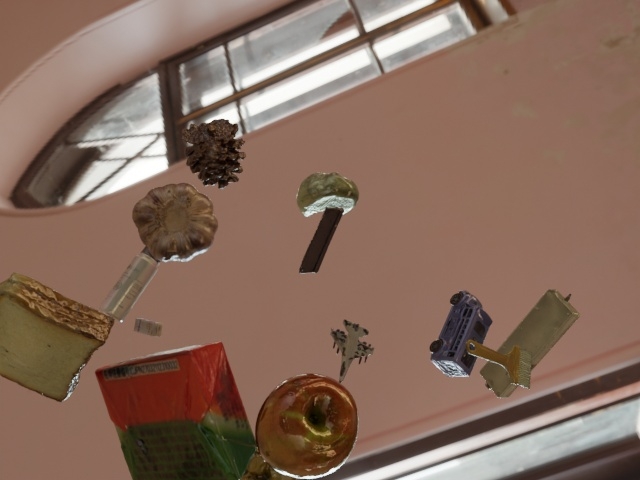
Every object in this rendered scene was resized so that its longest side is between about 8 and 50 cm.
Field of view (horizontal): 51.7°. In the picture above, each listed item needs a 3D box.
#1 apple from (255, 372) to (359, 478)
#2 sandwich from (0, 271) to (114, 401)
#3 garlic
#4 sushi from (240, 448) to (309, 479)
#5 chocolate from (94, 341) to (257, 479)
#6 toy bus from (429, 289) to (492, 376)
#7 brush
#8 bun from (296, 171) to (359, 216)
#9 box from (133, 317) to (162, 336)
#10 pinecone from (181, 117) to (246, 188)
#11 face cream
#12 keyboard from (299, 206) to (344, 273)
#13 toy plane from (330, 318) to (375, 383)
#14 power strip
[{"bbox_3d":[-0.028,0.353,1.246,0.196,0.196,0.196,-22,-90,-82],"label":"apple"},{"bbox_3d":[-0.669,0.234,1.570,0.271,0.301,0.099,33,-144,-10],"label":"sandwich"},{"bbox_3d":[-0.416,-0.049,1.903,0.160,0.245,0.245,131,119,-76],"label":"garlic"},{"bbox_3d":[-0.188,0.859,2.137,0.328,0.328,0.285,25,159,34],"label":"sushi"},{"bbox_3d":[-0.358,0.441,1.685,0.161,0.360,0.341,-25,-82,-59],"label":"chocolate"},{"bbox_3d":[0.486,0.310,2.230,0.125,0.133,0.292,46,-121,-27],"label":"toy bus"},{"bbox_3d":[0.372,0.245,1.374,0.205,0.011,0.083,23,-114,-30],"label":"brush"},{"bbox_3d":[0.019,-0.159,2.202,0.212,0.204,0.126,19,-126,-50],"label":"bun"},{"bbox_3d":[-0.602,0.303,2.303,0.036,0.117,0.050,11,-96,-50],"label":"box"},{"bbox_3d":[-0.315,-0.252,1.973,0.168,0.186,0.212,-50,-33,-61],"label":"pinecone"},{"bbox_3d":[-0.606,0.119,2.186,0.092,0.311,0.092,28,161,11],"label":"face cream"},{"bbox_3d":[0.000,-0.001,1.937,0.072,0.231,0.023,-1,-145,-39],"label":"keyboard"},{"bbox_3d":[0.094,0.350,2.104,0.082,0.160,0.234,-37,-37,-51],"label":"toy plane"},{"bbox_3d":[0.577,0.284,1.826,0.043,0.367,0.106,10,-147,-37],"label":"power strip"}]
